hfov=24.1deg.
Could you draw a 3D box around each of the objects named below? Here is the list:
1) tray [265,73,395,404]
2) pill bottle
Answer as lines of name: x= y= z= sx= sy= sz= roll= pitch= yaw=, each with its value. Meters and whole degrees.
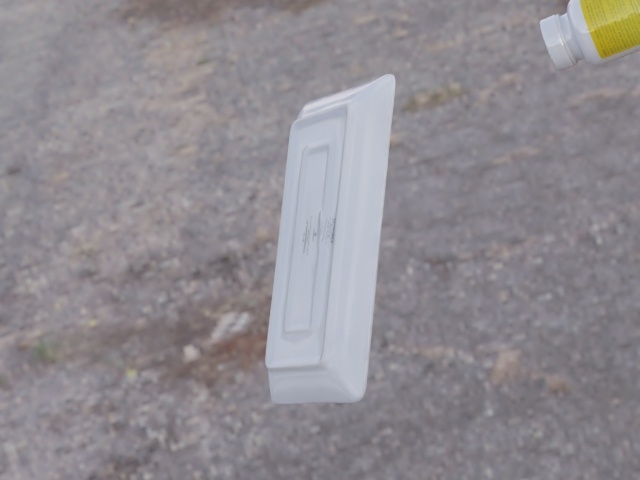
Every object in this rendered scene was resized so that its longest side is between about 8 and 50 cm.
tray: x=0.000 y=0.000 z=1.247 sx=0.030 sy=0.270 sz=0.145 roll=12 pitch=-12 yaw=-31
pill bottle: x=0.250 y=-0.188 z=1.279 sx=0.116 sy=0.065 sz=0.065 roll=-21 pitch=14 yaw=18
